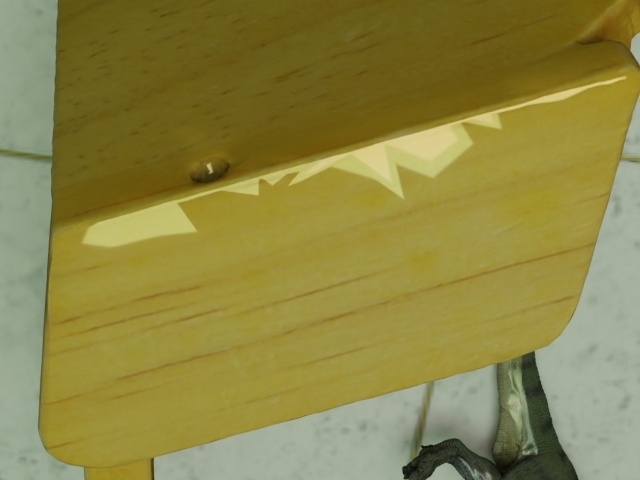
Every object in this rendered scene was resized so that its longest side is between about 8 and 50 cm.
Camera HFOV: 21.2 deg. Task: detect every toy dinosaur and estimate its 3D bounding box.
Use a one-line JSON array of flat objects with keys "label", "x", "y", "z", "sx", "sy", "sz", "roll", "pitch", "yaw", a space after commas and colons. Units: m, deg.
[{"label": "toy dinosaur", "x": 0.113, "y": 0.155, "z": 1.062, "sx": 0.118, "sy": 0.064, "sz": 0.268, "roll": -16, "pitch": 112, "yaw": -4}]

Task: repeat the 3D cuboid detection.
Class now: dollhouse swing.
[{"label": "dollhouse swing", "x": 0.000, "y": 0.000, "z": 0.836, "sx": 0.315, "sy": 0.347, "sz": 0.305, "roll": -15, "pitch": 123, "yaw": 2}]
